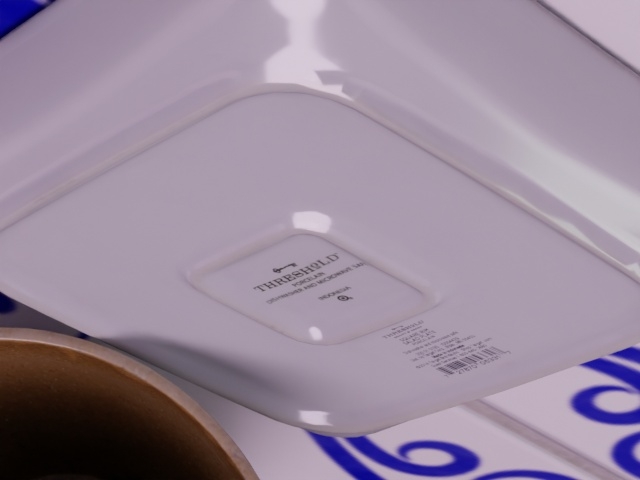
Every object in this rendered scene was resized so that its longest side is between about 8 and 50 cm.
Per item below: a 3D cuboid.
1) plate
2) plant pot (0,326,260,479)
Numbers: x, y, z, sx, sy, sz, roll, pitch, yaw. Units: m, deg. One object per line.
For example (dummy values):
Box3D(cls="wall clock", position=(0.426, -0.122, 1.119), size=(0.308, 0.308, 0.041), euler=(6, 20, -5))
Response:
Box3D(cls="plate", position=(0.000, 0.000, 0.642), size=(0.278, 0.045, 0.277), euler=(28, 144, -33))
Box3D(cls="plant pot", position=(-0.126, 0.164, 0.795), size=(0.237, 0.237, 0.254), euler=(7, 174, 0))
